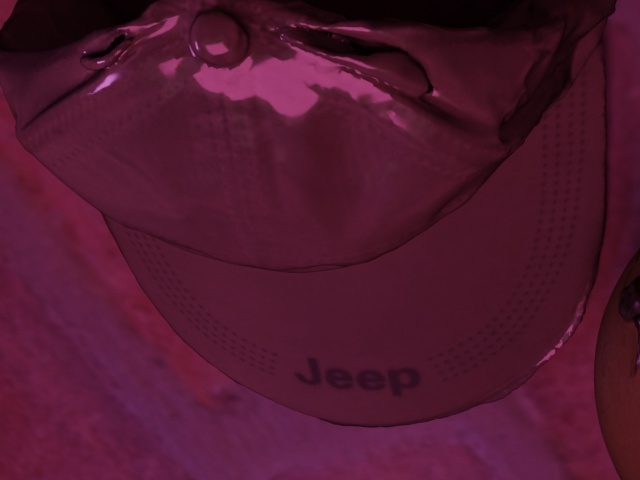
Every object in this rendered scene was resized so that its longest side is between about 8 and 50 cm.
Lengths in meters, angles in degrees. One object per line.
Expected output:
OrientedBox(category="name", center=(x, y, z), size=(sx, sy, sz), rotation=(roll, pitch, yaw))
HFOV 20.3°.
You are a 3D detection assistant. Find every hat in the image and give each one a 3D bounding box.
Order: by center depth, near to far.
OrientedBox(category="hat", center=(0.000, 0.000, 0.618), size=(0.214, 0.149, 0.245), rotation=(-3, 120, 16))

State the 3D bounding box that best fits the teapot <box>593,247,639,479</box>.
OrientedBox(category="teapot", center=(0.176, 0.060, 0.592), size=(0.173, 0.183, 0.269), rotation=(5, 131, 9))
